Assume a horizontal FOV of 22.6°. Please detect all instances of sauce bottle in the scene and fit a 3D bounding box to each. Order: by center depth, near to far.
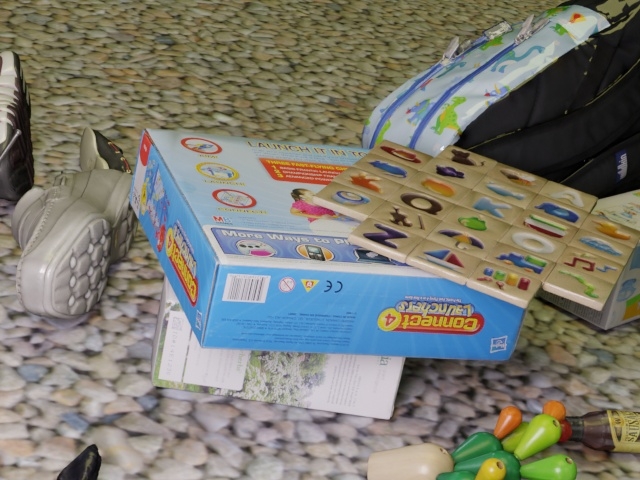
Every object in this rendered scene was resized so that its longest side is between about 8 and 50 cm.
[{"bbox_3d":[0.284,0.185,1.549,0.128,0.042,0.042,3,25,-17],"label":"sauce bottle"}]

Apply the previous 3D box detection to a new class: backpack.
[{"bbox_3d":[0.223,-0.110,1.899,0.273,0.290,0.355,17,46,36],"label":"backpack"}]

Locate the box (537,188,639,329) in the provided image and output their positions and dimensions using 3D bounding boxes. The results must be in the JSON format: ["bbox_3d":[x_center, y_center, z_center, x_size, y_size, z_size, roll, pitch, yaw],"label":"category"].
[{"bbox_3d":[0.361,0.017,1.871,0.103,0.114,0.203,29,28,36],"label":"box"}]

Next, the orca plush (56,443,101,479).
[{"bbox_3d":[-0.095,0.222,1.200,0.151,0.102,0.287,-7,30,-41],"label":"orca plush"}]

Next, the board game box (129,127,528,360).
[{"bbox_3d":[0.000,0.000,1.534,0.308,0.086,0.302,4,24,-21],"label":"board game box"}]

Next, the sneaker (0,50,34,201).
[{"bbox_3d":[-0.422,-0.119,1.862,0.162,0.106,0.281,-11,31,-3],"label":"sneaker"}]

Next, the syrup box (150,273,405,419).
[{"bbox_3d":[-0.038,0.094,1.533,0.237,0.093,0.096,8,23,-8],"label":"syrup box"}]

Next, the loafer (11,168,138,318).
[{"bbox_3d":[-0.265,-0.001,1.636,0.111,0.112,0.319,8,16,3],"label":"loafer"}]

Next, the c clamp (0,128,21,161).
[{"bbox_3d":[-0.419,-0.082,1.750,0.160,0.137,0.022,20,-18,28],"label":"c clamp"}]

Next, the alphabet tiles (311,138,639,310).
[{"bbox_3d":[0.158,-0.021,1.547,0.285,0.011,0.342,20,23,13],"label":"alphabet tiles"}]

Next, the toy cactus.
[{"bbox_3d":[0.134,0.207,1.387,0.180,0.112,0.219,-2,22,16],"label":"toy cactus"}]

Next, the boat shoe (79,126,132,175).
[{"bbox_3d":[-0.259,-0.095,1.917,0.042,0.049,0.133,6,26,-27],"label":"boat shoe"}]
